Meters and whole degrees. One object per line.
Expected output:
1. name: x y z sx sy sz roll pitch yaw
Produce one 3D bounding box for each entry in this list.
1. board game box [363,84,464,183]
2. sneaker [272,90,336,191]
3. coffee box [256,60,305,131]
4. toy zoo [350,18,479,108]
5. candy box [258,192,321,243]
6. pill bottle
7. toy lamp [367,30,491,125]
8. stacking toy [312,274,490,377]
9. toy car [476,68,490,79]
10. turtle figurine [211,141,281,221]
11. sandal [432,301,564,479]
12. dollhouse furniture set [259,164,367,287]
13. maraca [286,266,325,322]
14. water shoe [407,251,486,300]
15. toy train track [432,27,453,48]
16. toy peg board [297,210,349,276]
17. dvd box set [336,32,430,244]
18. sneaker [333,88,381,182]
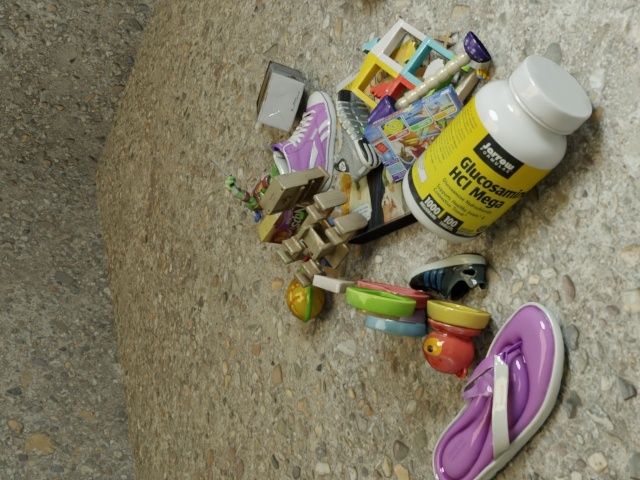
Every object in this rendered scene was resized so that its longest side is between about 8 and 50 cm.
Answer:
1. board game box: 0.206 -0.210 1.468 0.201 0.136 0.035 -22 28 29
2. sneaker: -0.047 -0.278 1.938 0.102 0.161 0.282 -23 63 57
3. coffee box: -0.117 -0.413 2.065 0.246 0.098 0.141 -105 34 -69
4. toy zoo: 0.186 -0.352 1.578 0.293 0.030 0.192 46 107 35
5. candy box: -0.081 -0.064 1.995 0.187 0.109 0.053 -50 44 41
6. pill bottle: 0.309 -0.159 1.295 0.334 0.187 0.188 -50 44 42
7. toy lamp: 0.212 -0.310 1.478 0.274 0.080 0.080 -37 50 25
8. stacking toy: 0.139 0.165 1.424 0.309 0.279 0.131 14 94 63
9. toy car: 0.306 -0.285 1.471 0.060 0.040 0.122 -6 79 58
10. turtle figurine: -0.171 -0.202 2.092 0.266 0.197 0.275 -20 70 52
11. sandal: 0.299 0.300 1.292 0.169 0.102 0.417 49 125 51
12. dollhouse furniture set: -0.004 -0.050 1.756 0.242 0.161 0.212 52 131 19
13. maraca: -0.043 0.138 1.901 0.186 0.099 0.127 -115 33 -67
14. water shoe: 0.246 0.085 1.455 0.203 0.072 0.080 -29 58 53
15. toy train track: 0.271 -0.441 1.591 0.083 0.014 0.048 -132 49 -59
16. toy peg board: 0.000 0.000 1.875 0.160 0.079 0.161 14 96 59
17. dvd box set: 0.149 -0.228 1.697 0.307 0.062 0.421 -23 64 54
18. sneaker: 0.060 -0.235 1.704 0.132 0.086 0.229 -49 46 44
